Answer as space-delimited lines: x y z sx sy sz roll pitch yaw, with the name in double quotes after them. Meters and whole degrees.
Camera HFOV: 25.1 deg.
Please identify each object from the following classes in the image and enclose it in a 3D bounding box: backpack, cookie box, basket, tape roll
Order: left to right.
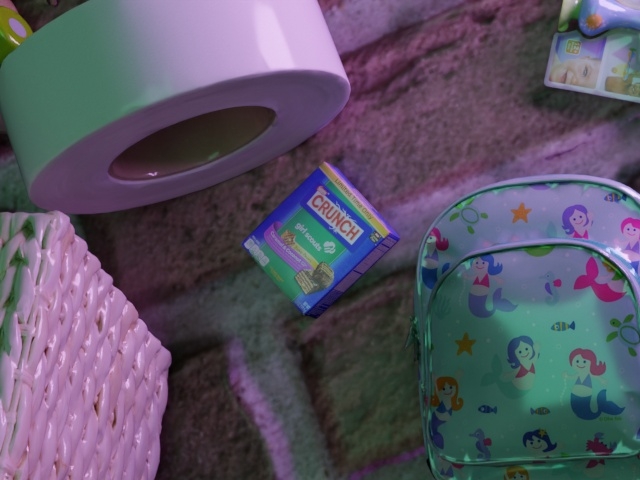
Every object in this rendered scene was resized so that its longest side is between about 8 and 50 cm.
-0.305 0.179 1.164 0.266 0.328 0.331 0 62 14 "basket"
-0.121 -0.122 1.203 0.286 0.286 0.100 -24 78 13 "tape roll"
0.000 0.000 1.280 0.107 0.040 0.092 -44 74 7 "cookie box"
0.183 0.073 1.151 0.225 0.191 0.253 -4 78 17 "backpack"

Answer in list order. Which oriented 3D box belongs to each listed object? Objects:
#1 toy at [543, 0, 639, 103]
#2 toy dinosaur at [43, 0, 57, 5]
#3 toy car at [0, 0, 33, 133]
0.314 -0.177 1.197 0.237 0.056 0.137 12 90 17 "toy"
-0.208 -0.298 1.365 0.092 0.053 0.183 33 94 18 "toy dinosaur"
-0.334 -0.196 1.355 0.155 0.149 0.188 -36 64 21 "toy car"
